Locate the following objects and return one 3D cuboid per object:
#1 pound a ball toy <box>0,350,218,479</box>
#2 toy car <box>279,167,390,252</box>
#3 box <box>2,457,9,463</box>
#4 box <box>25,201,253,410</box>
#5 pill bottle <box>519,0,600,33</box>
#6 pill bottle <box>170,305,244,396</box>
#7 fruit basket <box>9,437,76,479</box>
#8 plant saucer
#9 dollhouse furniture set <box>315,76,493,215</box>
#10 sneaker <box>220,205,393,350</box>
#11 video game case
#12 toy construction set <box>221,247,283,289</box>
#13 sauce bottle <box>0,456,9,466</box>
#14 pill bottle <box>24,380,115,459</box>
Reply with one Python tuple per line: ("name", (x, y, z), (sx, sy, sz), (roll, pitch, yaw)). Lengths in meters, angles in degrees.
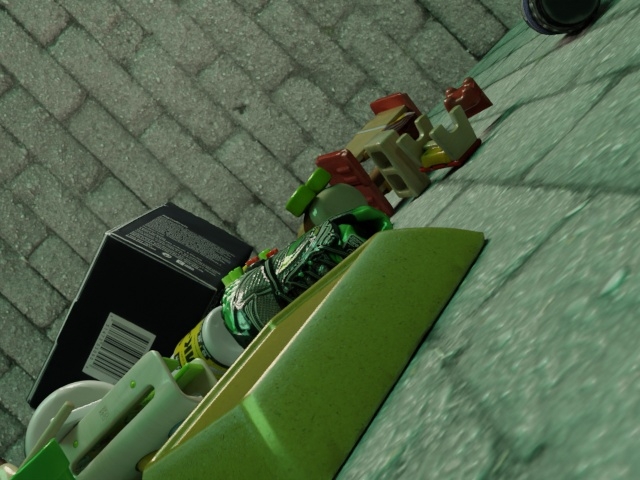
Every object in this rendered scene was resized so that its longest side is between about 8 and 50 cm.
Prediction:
("pound a ball toy", (-0.321, 0.321, 1.312), (0.319, 0.136, 0.208), (-45, -31, 13))
("toy car", (0.000, 0.000, 1.460), (0.188, 0.155, 0.149), (-55, -3, 36))
("box", (-0.579, 0.525, 1.701), (0.036, 0.207, 0.114), (-48, 4, -27))
("box", (-0.432, 0.199, 2.127), (0.480, 0.297, 0.472), (-62, 1, 13))
("pill bottle", (0.420, -0.423, 1.474), (0.123, 0.123, 0.219), (-45, 4, 15))
("pill bottle", (-0.204, 0.213, 1.576), (0.208, 0.119, 0.119), (-43, 5, 46))
("fruit basket", (-0.427, 0.325, 0.925), (0.283, 0.392, 0.392), (-48, 4, -30))
("plant saucer", (-0.030, 0.131, 0.791), (0.333, 0.081, 0.333), (-42, 6, 49))
("dollhouse furniture set", (0.180, -0.165, 1.503), (0.201, 0.152, 0.374), (-47, 21, -25))
("sneaker", (-0.012, 0.043, 1.135), (0.146, 0.134, 0.343), (-42, 4, 38))
("video game case", (-0.349, 0.326, 1.449), (0.227, 0.026, 0.206), (-19, -35, -30))
("toy construction set", (-0.155, 0.120, 1.792), (0.215, 0.151, 0.327), (-33, 12, 22))
("sauce bottle", (-0.612, 0.471, 1.583), (0.111, 0.344, 0.111), (-44, 2, 2))
("pill bottle", (-0.485, 0.416, 1.716), (0.224, 0.224, 0.392), (-47, 3, -24))
